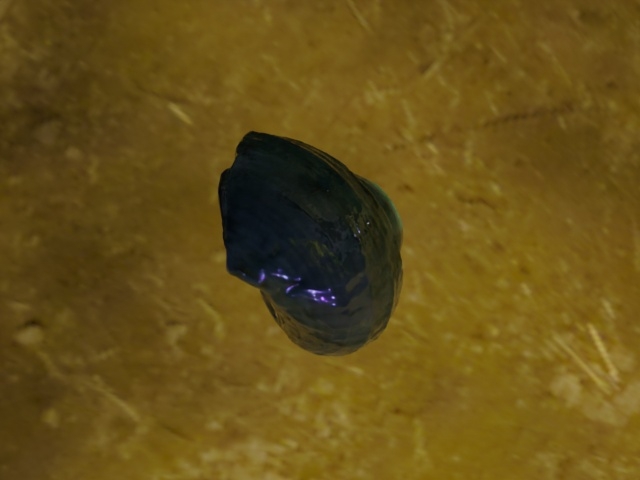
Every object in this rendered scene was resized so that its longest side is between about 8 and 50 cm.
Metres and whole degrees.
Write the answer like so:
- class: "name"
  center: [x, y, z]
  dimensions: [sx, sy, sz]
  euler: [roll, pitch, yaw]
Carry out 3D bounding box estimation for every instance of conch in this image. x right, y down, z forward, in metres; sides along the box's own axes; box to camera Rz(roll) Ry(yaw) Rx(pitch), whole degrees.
- class: "conch"
  center: [0.003, -0.001, 1.453]
  dimensions: [0.134, 0.202, 0.196]
  euler: [-2, 102, 8]
